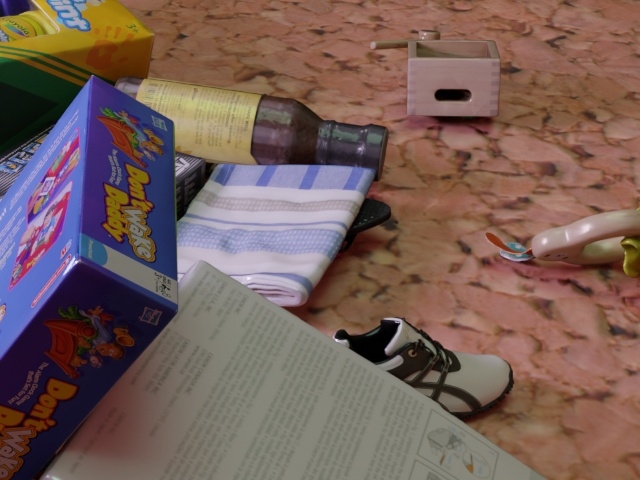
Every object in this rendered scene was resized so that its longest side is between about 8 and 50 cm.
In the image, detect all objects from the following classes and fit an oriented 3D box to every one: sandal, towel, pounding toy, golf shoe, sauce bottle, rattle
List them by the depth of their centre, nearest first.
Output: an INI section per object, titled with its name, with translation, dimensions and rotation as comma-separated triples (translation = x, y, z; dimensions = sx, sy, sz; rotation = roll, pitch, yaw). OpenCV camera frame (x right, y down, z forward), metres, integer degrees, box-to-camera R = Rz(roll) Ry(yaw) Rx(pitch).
[golf shoe]
translation = 0.095, 0.118, 1.177
dimensions = 0.198, 0.094, 0.077
rotation = -4, 30, -17
[towel]
translation = -0.070, -0.015, 1.394
dimensions = 0.209, 0.034, 0.285
rotation = 2, 31, 19
[rattle]
translation = 0.295, 0.042, 1.395
dimensions = 0.199, 0.143, 0.130
rotation = -10, -2, 4
[sandal]
translation = 0.000, 0.000, 1.428
dimensions = 0.179, 0.040, 0.067
rotation = -26, 34, -19
[sauce bottle]
translation = -0.090, -0.131, 1.561
dimensions = 0.344, 0.111, 0.111
rotation = 9, 31, 8
[pounding toy]
translation = 0.162, -0.240, 1.808
dimensions = 0.181, 0.094, 0.206
rotation = 1, 21, 4

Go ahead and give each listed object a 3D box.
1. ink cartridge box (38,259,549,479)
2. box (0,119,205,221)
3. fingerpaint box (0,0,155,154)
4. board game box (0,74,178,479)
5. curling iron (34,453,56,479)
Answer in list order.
[ink cartridge box]
translation = -0.004, 0.213, 0.995
dimensions = 0.385, 0.091, 0.308
rotation = 33, 33, -2
[box]
translation = -0.287, -0.042, 1.431
dimensions = 0.216, 0.060, 0.270
rotation = 15, 32, 18
[fingerpaint box]
translation = -0.497, -0.290, 1.626
dimensions = 0.371, 0.163, 0.445
rotation = -18, 49, -39
[board game box]
translation = -0.236, 0.074, 0.947
dimensions = 0.078, 0.347, 0.233
rotation = 29, 29, -26
[curling iron]
translation = -0.240, 0.193, 1.046
dimensions = 0.274, 0.068, 0.035
rotation = 24, 42, 39
